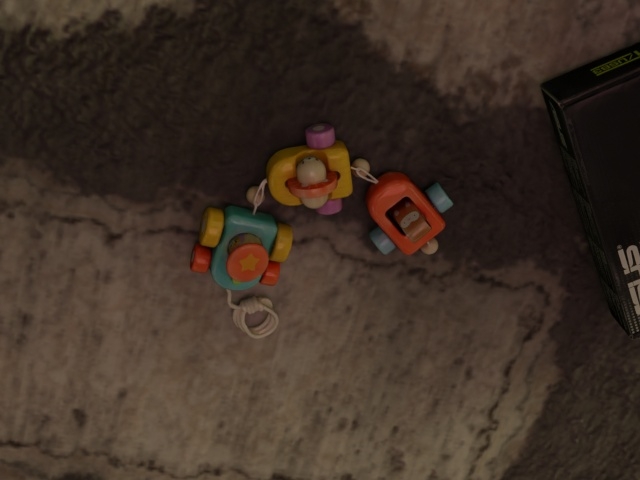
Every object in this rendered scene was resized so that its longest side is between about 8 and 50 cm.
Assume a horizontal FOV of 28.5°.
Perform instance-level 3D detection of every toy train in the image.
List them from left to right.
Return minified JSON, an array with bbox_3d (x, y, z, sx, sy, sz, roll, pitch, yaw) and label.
[{"bbox_3d":[0.000,0.000,0.804,0.166,0.046,0.125,-34,117,7],"label":"toy train"}]

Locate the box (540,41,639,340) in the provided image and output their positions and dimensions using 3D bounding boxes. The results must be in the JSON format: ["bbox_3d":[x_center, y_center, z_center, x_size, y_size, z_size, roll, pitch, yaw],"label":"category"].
[{"bbox_3d":[0.258,-0.051,0.828,0.184,0.045,0.191,-23,117,-2],"label":"box"}]
